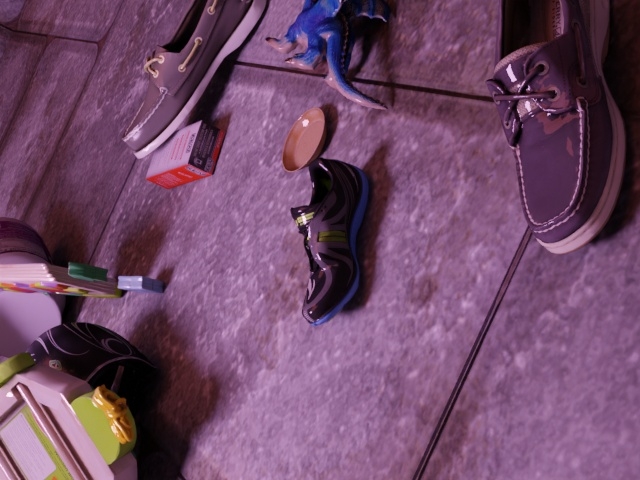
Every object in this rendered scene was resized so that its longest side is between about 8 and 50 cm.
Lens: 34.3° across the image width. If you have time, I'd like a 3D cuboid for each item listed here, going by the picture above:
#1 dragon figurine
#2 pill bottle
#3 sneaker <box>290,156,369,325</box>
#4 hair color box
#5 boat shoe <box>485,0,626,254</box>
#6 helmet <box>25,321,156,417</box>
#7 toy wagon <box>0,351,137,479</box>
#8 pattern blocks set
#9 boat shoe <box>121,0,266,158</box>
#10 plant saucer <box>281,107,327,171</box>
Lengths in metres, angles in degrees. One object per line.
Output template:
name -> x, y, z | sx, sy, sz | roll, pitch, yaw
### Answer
dragon figurine -> 0.021, -0.258, 1.201 | 0.144, 0.085, 0.289 | -58, 29, 14
pill bottle -> -0.523, 0.081, 1.747 | 0.169, 0.169, 0.301 | -61, 30, 7
sneaker -> 0.000, 0.000, 1.052 | 0.067, 0.078, 0.188 | -26, 48, 49
hair color box -> -0.196, -0.122, 1.494 | 0.141, 0.043, 0.072 | -9, 60, 57
boat shoe -> 0.180, -0.126, 0.838 | 0.103, 0.092, 0.285 | -27, 47, 48
helmet -> -0.311, 0.184, 1.346 | 0.161, 0.169, 0.169 | 18, 84, 39
toy wagon -> -0.302, 0.261, 1.216 | 0.344, 0.068, 0.267 | -39, 82, 37
pattern blocks set -> -0.396, 0.056, 1.450 | 0.325, 0.285, 0.026 | -4, 77, 42
boat shoe -> -0.202, -0.261, 1.511 | 0.305, 0.091, 0.109 | -54, 28, -1
plant saucer -> -0.016, -0.116, 1.227 | 0.083, 0.015, 0.083 | -37, 40, 39
